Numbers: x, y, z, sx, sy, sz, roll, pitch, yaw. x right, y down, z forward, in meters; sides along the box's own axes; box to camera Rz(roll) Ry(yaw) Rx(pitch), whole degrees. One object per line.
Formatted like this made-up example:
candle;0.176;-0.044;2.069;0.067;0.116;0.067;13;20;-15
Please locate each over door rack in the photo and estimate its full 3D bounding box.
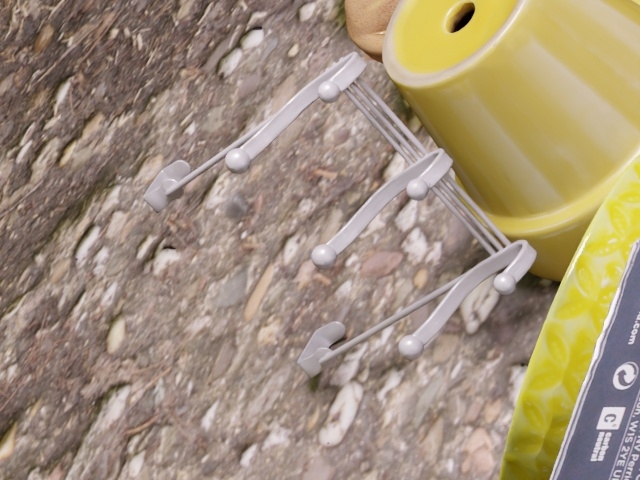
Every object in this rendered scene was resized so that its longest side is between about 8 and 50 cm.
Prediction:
over door rack;0.000;0.000;1.689;0.324;0.239;0.108;-28;18;51

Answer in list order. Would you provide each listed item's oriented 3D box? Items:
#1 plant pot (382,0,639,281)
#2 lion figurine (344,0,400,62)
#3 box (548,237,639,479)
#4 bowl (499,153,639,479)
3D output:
plant pot;0.187;-0.130;1.661;0.254;0.239;0.254;-31;38;28
lion figurine;0.085;-0.265;1.940;0.240;0.142;0.392;-17;22;13
box;0.383;0.148;1.117;0.395;0.293;0.212;-5;55;48
bowl;0.255;0.095;1.397;0.156;0.289;0.289;22;72;18
